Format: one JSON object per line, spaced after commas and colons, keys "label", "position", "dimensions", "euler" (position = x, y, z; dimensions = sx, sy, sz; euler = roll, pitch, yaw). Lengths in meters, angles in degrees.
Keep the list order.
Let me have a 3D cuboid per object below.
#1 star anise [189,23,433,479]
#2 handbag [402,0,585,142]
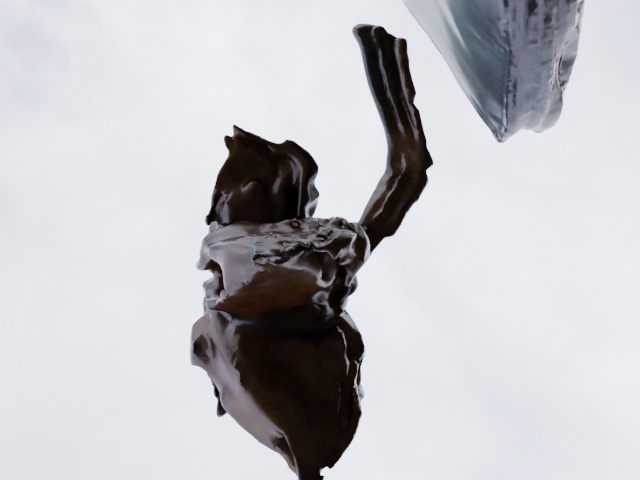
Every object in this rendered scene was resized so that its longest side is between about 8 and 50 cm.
{"label": "star anise", "position": [-0.009, -0.006, 0.775], "dimensions": [0.148, 0.237, 0.346], "euler": [19, -115, 0]}
{"label": "handbag", "position": [0.066, -0.192, 0.532], "dimensions": [0.075, 0.332, 0.191], "euler": [-23, -117, -3]}
